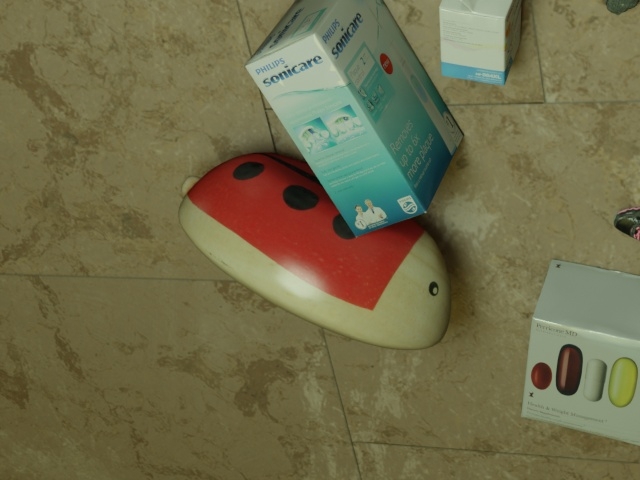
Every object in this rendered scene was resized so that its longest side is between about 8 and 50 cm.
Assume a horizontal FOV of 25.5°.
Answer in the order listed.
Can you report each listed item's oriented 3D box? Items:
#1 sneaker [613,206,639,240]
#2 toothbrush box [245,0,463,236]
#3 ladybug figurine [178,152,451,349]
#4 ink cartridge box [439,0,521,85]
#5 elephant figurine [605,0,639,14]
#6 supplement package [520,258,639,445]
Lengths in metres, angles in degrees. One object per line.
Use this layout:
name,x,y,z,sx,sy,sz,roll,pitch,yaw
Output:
sneaker,0.472,-0.007,2.008,0.119,0.057,0.047,19,133,10
toothbrush box,0.053,-0.191,1.949,0.126,0.216,0.296,-21,113,33
ladybug figurine,0.000,0.000,2.078,0.449,0.305,0.162,26,110,5
ink cartridge box,0.212,-0.291,1.862,0.089,0.092,0.143,13,146,15
elephant figurine,0.408,-0.379,1.709,0.239,0.169,0.186,-2,96,43
supplement package,0.413,0.166,2.101,0.194,0.149,0.203,11,129,16
